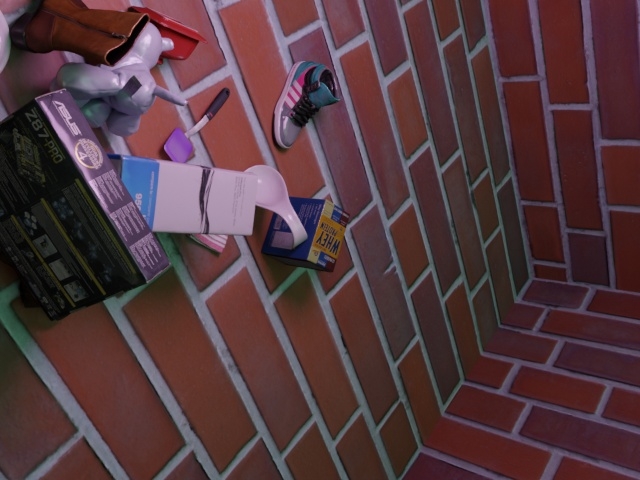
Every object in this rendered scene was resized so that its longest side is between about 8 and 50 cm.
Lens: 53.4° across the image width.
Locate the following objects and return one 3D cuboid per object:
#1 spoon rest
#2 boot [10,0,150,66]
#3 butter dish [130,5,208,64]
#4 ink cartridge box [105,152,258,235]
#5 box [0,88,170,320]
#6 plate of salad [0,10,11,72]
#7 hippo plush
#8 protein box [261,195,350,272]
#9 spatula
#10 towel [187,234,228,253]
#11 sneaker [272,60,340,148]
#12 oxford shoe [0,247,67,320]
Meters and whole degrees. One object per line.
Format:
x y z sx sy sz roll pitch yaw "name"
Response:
-0.134 -0.112 1.887 0.137 0.084 0.276 -34 79 -21 "spoon rest"
-0.484 -0.491 1.344 0.264 0.280 0.096 -63 153 -29 "boot"
-0.392 -0.498 1.592 0.160 0.160 0.118 7 113 -49 "butter dish"
-0.388 -0.109 1.528 0.395 0.285 0.166 2 96 -49 "ink cartridge box"
-0.528 -0.055 1.273 0.395 0.318 0.097 61 32 -13 "box"
-0.721 -0.408 1.274 0.200 0.048 0.200 -30 127 -50 "plate of salad"
-0.461 -0.400 1.430 0.234 0.294 0.237 19 66 -39 "hippo plush"
-0.047 -0.023 2.009 0.136 0.201 0.200 29 74 -48 "protein box"
-0.331 -0.324 1.759 0.296 0.030 0.084 -56 134 -28 "spatula"
-0.300 -0.076 1.837 0.144 0.029 0.197 34 70 -48 "towel"
-0.031 -0.424 1.981 0.124 0.178 0.296 25 77 -49 "sneaker"
-0.640 0.103 1.427 0.096 0.083 0.227 -51 129 -21 "oxford shoe"
